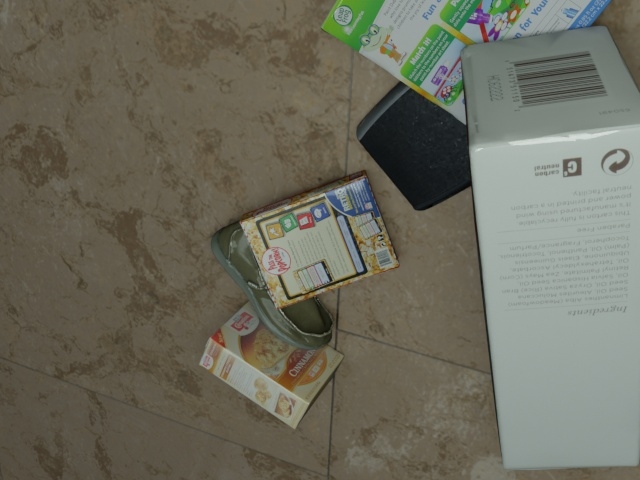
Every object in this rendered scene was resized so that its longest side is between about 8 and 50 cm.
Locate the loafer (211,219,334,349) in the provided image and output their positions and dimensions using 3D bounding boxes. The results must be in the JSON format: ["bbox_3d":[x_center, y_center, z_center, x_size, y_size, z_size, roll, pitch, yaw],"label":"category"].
[{"bbox_3d":[-0.067,0.065,1.208,0.251,0.094,0.087,46,130,0],"label":"loafer"}]

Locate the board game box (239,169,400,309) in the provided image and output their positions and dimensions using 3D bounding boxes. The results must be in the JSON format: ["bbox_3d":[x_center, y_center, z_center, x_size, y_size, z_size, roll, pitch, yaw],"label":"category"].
[{"bbox_3d":[0.000,0.000,1.125,0.194,0.045,0.146,-19,106,7],"label":"board game box"}]

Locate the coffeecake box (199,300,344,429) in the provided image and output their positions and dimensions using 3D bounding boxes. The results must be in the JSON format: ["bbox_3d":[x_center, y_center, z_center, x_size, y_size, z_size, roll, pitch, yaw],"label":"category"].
[{"bbox_3d":[-0.077,0.193,1.248,0.185,0.142,0.068,32,124,9],"label":"coffeecake box"}]

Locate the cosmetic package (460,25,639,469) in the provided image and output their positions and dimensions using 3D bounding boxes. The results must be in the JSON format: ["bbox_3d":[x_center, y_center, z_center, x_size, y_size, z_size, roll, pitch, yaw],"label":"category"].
[{"bbox_3d":[0.260,0.024,0.865,0.162,0.230,0.453,-6,125,12],"label":"cosmetic package"}]

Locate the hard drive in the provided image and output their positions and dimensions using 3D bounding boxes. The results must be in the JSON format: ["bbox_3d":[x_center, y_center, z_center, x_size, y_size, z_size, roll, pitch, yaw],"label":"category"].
[{"bbox_3d":[0.174,-0.155,0.998,0.255,0.054,0.172,-36,95,35],"label":"hard drive"}]

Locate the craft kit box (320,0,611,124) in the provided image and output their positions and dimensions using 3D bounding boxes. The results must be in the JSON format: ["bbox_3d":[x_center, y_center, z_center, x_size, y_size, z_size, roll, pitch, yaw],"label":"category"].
[{"bbox_3d":[0.166,-0.273,0.852,0.247,0.061,0.250,32,124,-8],"label":"craft kit box"}]
